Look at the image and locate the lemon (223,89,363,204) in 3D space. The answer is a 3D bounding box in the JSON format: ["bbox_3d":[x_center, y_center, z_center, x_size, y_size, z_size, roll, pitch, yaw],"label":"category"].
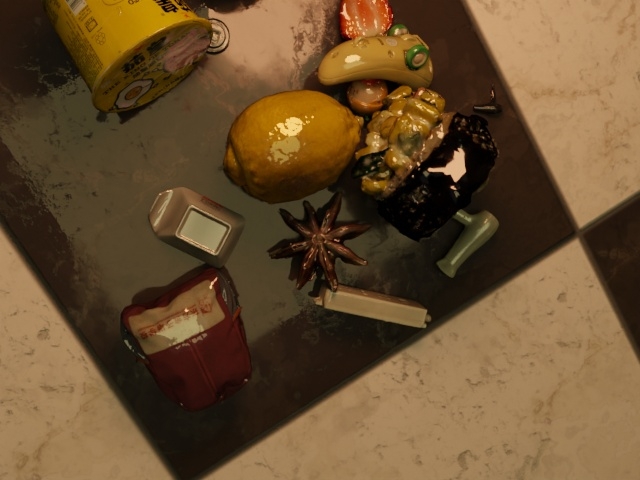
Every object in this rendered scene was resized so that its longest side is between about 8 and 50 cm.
[{"bbox_3d":[-0.071,-0.233,1.408,0.285,0.285,0.316,44,66,-11],"label":"lemon"}]

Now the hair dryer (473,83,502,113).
[{"bbox_3d":[0.465,-0.393,1.613,0.079,0.031,0.083,4,81,-2],"label":"hair dryer"}]

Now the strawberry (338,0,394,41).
[{"bbox_3d":[0.106,-0.577,1.501,0.146,0.082,0.187,-20,92,-13],"label":"strawberry"}]

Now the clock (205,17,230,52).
[{"bbox_3d":[-0.271,-0.517,1.469,0.085,0.017,0.085,-1,95,-10],"label":"clock"}]

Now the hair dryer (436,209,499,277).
[{"bbox_3d":[0.347,-0.046,1.611,0.237,0.075,0.206,42,93,-3],"label":"hair dryer"}]

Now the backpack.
[{"bbox_3d":[-0.310,0.258,1.447,0.283,0.197,0.317,-25,104,-8],"label":"backpack"}]

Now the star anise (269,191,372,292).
[{"bbox_3d":[0.000,-0.001,1.522,0.288,0.088,0.288,0,79,2],"label":"star anise"}]

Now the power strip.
[{"bbox_3d":[0.149,0.175,1.568,0.338,0.098,0.058,13,97,-12],"label":"power strip"}]

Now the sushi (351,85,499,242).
[{"bbox_3d":[0.224,-0.190,1.404,0.285,0.329,0.328,36,129,-10],"label":"sushi"}]

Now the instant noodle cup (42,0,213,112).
[{"bbox_3d":[-0.444,-0.483,1.308,0.325,0.325,0.254,-37,91,-5],"label":"instant noodle cup"}]

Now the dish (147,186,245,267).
[{"bbox_3d":[-0.321,-0.038,1.482,0.234,0.064,0.154,27,91,-10],"label":"dish"}]

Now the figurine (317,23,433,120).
[{"bbox_3d":[0.141,-0.418,1.474,0.324,0.222,0.124,-11,53,-23],"label":"figurine"}]
